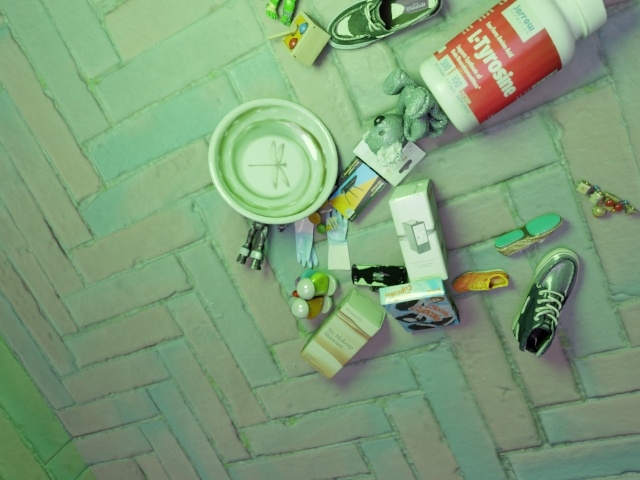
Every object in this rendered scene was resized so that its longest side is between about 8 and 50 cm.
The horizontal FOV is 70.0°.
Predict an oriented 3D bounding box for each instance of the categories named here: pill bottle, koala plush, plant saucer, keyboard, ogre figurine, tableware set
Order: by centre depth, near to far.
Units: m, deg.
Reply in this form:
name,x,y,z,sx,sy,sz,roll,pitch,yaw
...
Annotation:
name,x,y,z,sx,sy,sz,roll,pitch,yaw
pill bottle,0.481,-0.484,1.173,0.407,0.229,0.229,-35,98,23
koala plush,0.224,-0.318,1.291,0.221,0.196,0.203,-43,134,16
ogre figurine,-0.142,-0.738,1.328,0.197,0.097,0.118,55,132,8
plant saucer,-0.149,-0.241,1.442,0.400,0.100,0.400,2,82,-13
tableware set,0.000,-0.095,1.519,0.104,0.024,0.154,-15,109,34
keyboard,0.202,0.134,1.589,0.192,0.038,0.100,3,87,15

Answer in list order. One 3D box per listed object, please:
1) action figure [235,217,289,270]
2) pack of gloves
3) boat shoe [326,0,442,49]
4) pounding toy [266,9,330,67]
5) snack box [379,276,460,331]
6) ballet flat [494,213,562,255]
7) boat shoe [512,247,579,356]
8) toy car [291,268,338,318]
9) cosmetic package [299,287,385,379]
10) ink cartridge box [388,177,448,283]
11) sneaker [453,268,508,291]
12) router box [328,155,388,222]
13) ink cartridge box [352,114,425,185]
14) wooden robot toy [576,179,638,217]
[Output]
name,x,y,z,sx,sy,sz,roll,pitch,yaw
action figure,-0.213,-0.046,1.596,0.185,0.099,0.285,22,99,14
pack of gloves,0.000,0.000,1.581,0.195,0.046,0.232,1,110,16
boat shoe,0.165,-0.627,1.265,0.335,0.119,0.121,-14,105,19
pounding toy,-0.067,-0.594,1.338,0.100,0.141,0.130,18,123,-40
snack box,0.323,0.212,1.451,0.187,0.060,0.322,-13,150,20
ballet flat,0.638,-0.013,1.400,0.206,0.073,0.067,-26,128,25
boat shoe,0.701,0.199,1.399,0.127,0.158,0.340,17,113,9
toy car,-0.038,0.181,1.619,0.136,0.159,0.182,37,121,41
cosmetic package,0.077,0.335,1.635,0.153,0.129,0.296,37,114,1
ink cartridge box,0.307,-0.032,1.401,0.115,0.198,0.273,-12,105,20
sneaker,0.515,0.133,1.477,0.175,0.067,0.064,-17,106,22
router box,0.112,-0.167,1.487,0.133,0.046,0.179,40,116,-1
ink cartridge box,0.214,-0.281,1.429,0.179,0.045,0.145,37,114,-11
wooden robot toy,0.808,-0.097,1.315,0.173,0.076,0.079,28,125,4
